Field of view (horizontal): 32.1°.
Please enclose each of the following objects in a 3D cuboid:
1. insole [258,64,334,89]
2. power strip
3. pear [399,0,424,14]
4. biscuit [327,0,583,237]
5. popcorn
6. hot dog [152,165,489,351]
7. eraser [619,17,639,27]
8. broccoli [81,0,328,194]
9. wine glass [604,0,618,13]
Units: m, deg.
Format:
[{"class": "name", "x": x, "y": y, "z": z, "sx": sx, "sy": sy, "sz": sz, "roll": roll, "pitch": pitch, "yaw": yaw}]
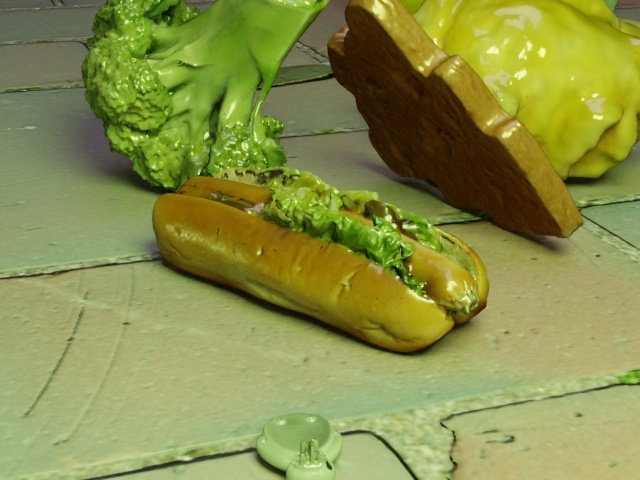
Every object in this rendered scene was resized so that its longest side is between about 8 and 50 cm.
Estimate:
[{"class": "insole", "x": -0.123, "y": -0.226, "z": 1.603, "sx": 0.348, "sy": 0.009, "sz": 0.119, "roll": -15, "pitch": 26, "yaw": -34}, {"class": "power strip", "x": -0.011, "y": 0.125, "z": 0.691, "sx": 0.055, "sy": 0.035, "sz": 0.083, "roll": -3, "pitch": 20, "yaw": -10}, {"class": "pear", "x": 0.195, "y": -0.277, "z": 1.472, "sx": 0.269, "sy": 0.212, "sz": 0.212, "roll": 12, "pitch": 19, "yaw": -15}, {"class": "biscuit", "x": 0.127, "y": -0.104, "z": 1.052, "sx": 0.043, "sy": 0.284, "sz": 0.306, "roll": -43, "pitch": 66, "yaw": -14}, {"class": "popcorn", "x": 0.228, "y": -0.199, "z": 1.227, "sx": 0.297, "sy": 0.281, "sz": 0.316, "roll": 12, "pitch": 31, "yaw": -17}, {"class": "hot dog", "x": 0.000, "y": 0.000, "z": 0.915, "sx": 0.337, "sy": 0.100, "sz": 0.135, "roll": 19, "pitch": 27, "yaw": 40}, {"class": "eraser", "x": 0.369, "y": -0.252, "z": 1.536, "sx": 0.058, "sy": 0.117, "sz": 0.172, "roll": -16, "pitch": 27, "yaw": -36}, {"class": "broccoli", "x": -0.123, "y": -0.150, "z": 1.102, "sx": 0.186, "sy": 0.254, "sz": 0.302, "roll": -3, "pitch": 0, "yaw": -35}, {"class": "wine glass", "x": 0.287, "y": -0.453, "z": 1.882, "sx": 0.267, "sy": 0.267, "sz": 0.406, "roll": -16, "pitch": 31, "yaw": -36}]
